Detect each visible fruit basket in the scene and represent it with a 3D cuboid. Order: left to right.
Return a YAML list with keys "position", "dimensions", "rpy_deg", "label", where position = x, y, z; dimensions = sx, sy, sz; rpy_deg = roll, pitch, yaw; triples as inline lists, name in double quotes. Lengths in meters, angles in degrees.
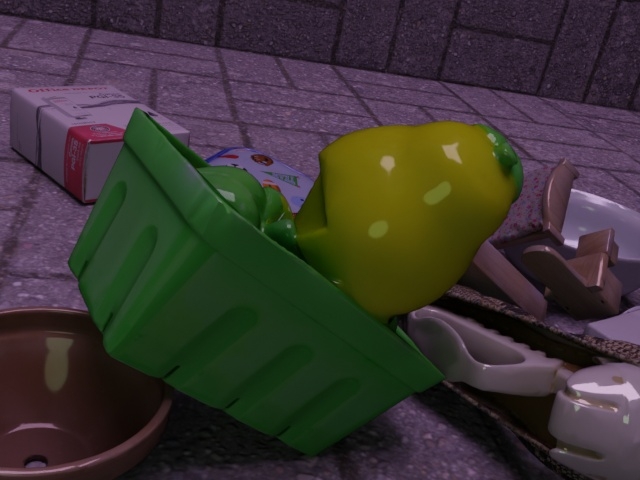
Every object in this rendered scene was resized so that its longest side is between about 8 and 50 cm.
- position: [0.000, 0.000, 0.727]
  dimensions: [0.392, 0.392, 0.283]
  rpy_deg: [-3, 29, -30]
  label: "fruit basket"

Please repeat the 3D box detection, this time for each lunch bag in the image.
- position: [-0.066, -0.020, 1.108]
  dimensions: [0.303, 0.115, 0.243]
  rpy_deg: [28, 27, 11]
  label: "lunch bag"

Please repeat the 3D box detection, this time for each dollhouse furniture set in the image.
- position: [0.272, -0.064, 1.063]
  dimensions: [0.174, 0.303, 0.356]
  rpy_deg: [40, 55, -26]
  label: "dollhouse furniture set"

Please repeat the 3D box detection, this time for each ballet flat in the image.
- position: [0.233, 0.157, 0.787]
  dimensions: [0.182, 0.164, 0.483]
  rpy_deg: [17, 5, -43]
  label: "ballet flat"

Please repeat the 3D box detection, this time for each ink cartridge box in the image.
- position: [-0.402, -0.184, 1.335]
  dimensions: [0.207, 0.117, 0.283]
  rpy_deg: [-14, 36, -44]
  label: "ink cartridge box"

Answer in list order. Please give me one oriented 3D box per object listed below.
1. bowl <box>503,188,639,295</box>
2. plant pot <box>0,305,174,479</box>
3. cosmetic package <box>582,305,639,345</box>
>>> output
- position: [0.429, 0.019, 1.264]
  dimensions: [0.297, 0.134, 0.298]
  rpy_deg: [10, 26, -5]
  label: "bowl"
- position: [-0.257, 0.166, 0.671]
  dimensions: [0.237, 0.110, 0.237]
  rpy_deg: [10, 24, -4]
  label: "plant pot"
- position: [0.480, 0.231, 0.818]
  dimensions: [0.217, 0.156, 0.385]
  rpy_deg: [-6, 29, -34]
  label: "cosmetic package"
